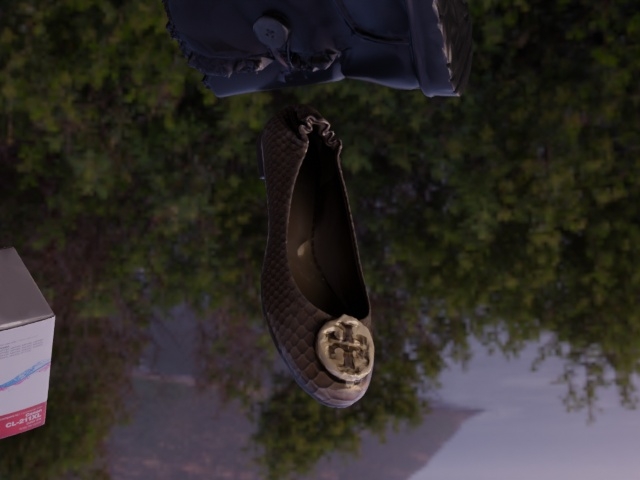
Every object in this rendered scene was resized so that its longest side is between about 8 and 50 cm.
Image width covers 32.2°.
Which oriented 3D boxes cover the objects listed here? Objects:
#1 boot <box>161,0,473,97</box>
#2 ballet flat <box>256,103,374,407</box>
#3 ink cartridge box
[{"bbox_3d":[-0.018,-0.192,0.725,0.207,0.094,0.246,4,140,20],"label":"boot"},{"bbox_3d":[0.000,0.000,0.804,0.084,0.250,0.058,19,138,-35],"label":"ballet flat"},{"bbox_3d":[-0.358,0.115,1.238,0.072,0.127,0.175,-13,136,-33],"label":"ink cartridge box"}]
